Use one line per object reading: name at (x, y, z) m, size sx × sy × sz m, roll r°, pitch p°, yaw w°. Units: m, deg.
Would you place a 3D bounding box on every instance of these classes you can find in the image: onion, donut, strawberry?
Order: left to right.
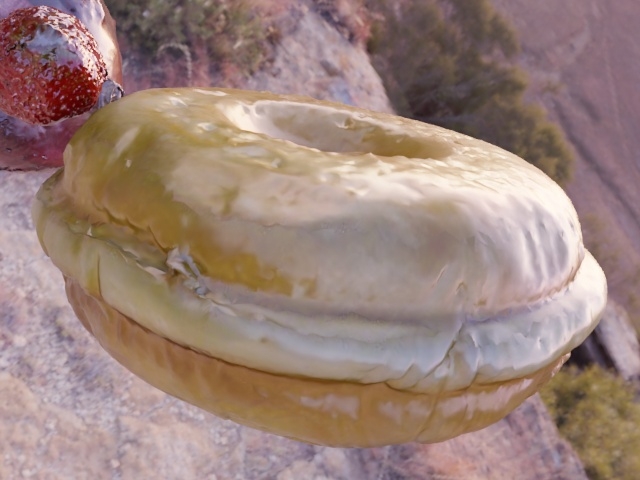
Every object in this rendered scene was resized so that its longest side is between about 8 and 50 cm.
strawberry at (-0.219, -0.141, 0.693) m, size 0.106 × 0.106 × 0.106 m, roll 29°, pitch 45°, yaw -33°
onion at (-0.318, -0.187, 1.038) m, size 0.219 × 0.252 × 0.252 m, roll 20°, pitch 33°, yaw 18°
donut at (0.000, 0.000, 0.707) m, size 0.449 × 0.449 × 0.198 m, roll -19°, pitch 123°, yaw -53°
